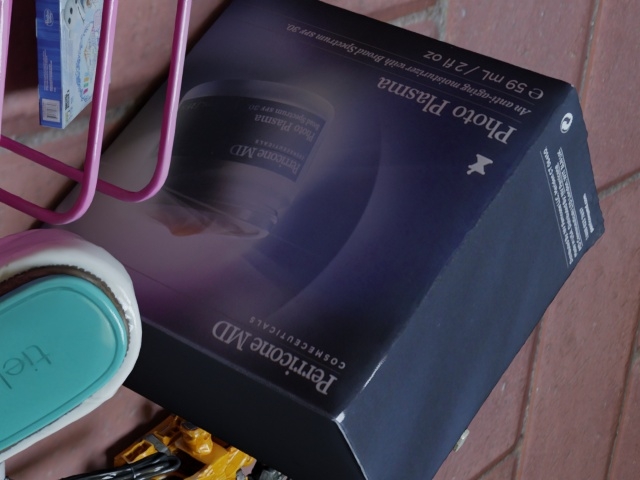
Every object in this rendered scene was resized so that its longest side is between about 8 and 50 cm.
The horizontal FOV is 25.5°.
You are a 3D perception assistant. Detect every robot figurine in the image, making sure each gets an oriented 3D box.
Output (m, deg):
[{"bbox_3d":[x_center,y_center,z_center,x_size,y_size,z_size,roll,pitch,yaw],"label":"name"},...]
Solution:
[{"bbox_3d":[-0.111,0.259,1.228,0.211,0.085,0.291,-34,136,-41],"label":"robot figurine"}]

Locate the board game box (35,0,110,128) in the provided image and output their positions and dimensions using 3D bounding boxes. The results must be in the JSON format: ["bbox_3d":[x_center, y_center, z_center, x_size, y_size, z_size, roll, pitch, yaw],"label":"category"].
[{"bbox_3d":[-0.162,-0.132,0.933,0.090,0.020,0.090,-62,159,-61],"label":"board game box"}]

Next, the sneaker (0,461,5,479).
[{"bbox_3d":[-0.260,0.219,0.897,0.235,0.090,0.095,-35,119,-66],"label":"sneaker"}]

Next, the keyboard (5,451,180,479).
[{"bbox_3d":[-0.170,0.254,1.076,0.317,0.033,0.202,-8,102,-28],"label":"keyboard"}]

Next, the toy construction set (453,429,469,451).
[{"bbox_3d":[0.121,0.052,1.397,0.328,0.151,0.215,-58,149,-35],"label":"toy construction set"}]

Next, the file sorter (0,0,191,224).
[{"bbox_3d":[-0.225,-0.104,0.737,0.290,0.182,0.202,-17,123,-51],"label":"file sorter"}]

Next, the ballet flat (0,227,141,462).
[{"bbox_3d":[-0.285,0.114,0.804,0.400,0.139,0.139,-29,140,-4],"label":"ballet flat"}]

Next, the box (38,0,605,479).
[{"bbox_3d":[0.000,0.000,1.027,0.294,0.296,0.183,-54,146,-21],"label":"box"}]
